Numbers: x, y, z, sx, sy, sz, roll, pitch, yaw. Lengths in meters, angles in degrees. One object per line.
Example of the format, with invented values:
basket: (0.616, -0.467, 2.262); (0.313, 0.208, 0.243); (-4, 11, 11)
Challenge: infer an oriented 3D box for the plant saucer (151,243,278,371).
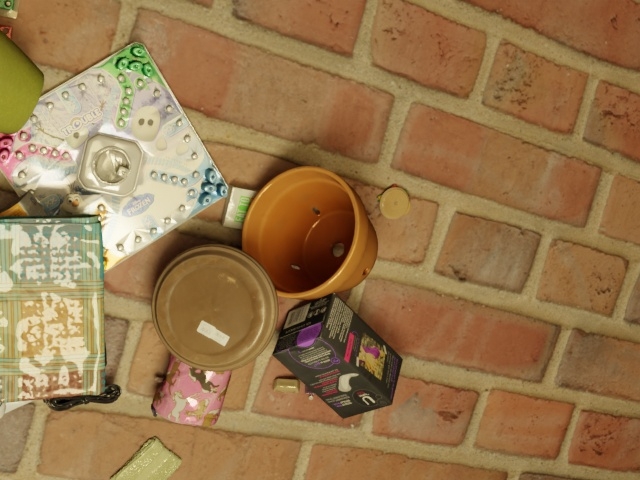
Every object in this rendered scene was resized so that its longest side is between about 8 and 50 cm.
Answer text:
plant saucer: (-0.228, 0.146, 1.819); (0.277, 0.041, 0.278); (0, 95, 6)

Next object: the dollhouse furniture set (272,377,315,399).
dollhouse furniture set: (-0.059, 0.353, 2.126); (0.114, 0.091, 0.081); (4, 145, 0)

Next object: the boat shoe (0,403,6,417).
boat shoe: (-0.777, 0.300, 1.681); (0.306, 0.113, 0.105); (8, 115, -14)

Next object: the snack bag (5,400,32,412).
snack bag: (-0.794, 0.263, 1.746); (0.342, 0.037, 0.323); (-26, 111, -13)

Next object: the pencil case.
pencil case: (-0.262, 0.220, 1.927); (0.167, 0.160, 0.386); (17, 97, 0)

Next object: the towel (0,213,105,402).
towel: (-0.561, 0.134, 1.681); (0.271, 0.040, 0.370); (-2, 97, -19)

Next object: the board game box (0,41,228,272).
board game box: (-0.444, -0.158, 1.825); (0.390, 0.050, 0.390); (-33, 112, -10)

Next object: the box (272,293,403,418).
box: (0.044, 0.277, 2.038); (0.270, 0.165, 0.143); (46, 41, -25)

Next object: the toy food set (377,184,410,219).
toy food set: (0.181, -0.093, 2.104); (0.083, 0.020, 0.083); (-25, 110, -14)

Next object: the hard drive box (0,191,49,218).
hard drive box: (-0.602, 0.049, 1.750); (0.181, 0.089, 0.232); (-33, 108, 5)

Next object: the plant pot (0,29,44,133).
plant pot: (-0.679, -0.323, 1.591); (0.293, 0.275, 0.275); (26, 93, -36)

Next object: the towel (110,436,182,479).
towel: (-0.409, 0.546, 2.025); (0.148, 0.027, 0.110); (-45, 115, -6)

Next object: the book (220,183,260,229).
book: (-0.150, -0.068, 1.976); (0.144, 0.035, 0.096); (9, 101, -26)

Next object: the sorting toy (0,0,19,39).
sorting toy: (-0.649, -0.502, 1.663); (0.132, 0.046, 0.275); (9, 100, -23)

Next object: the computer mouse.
computer mouse: (-0.553, 0.247, 1.885); (0.184, 0.060, 0.262); (-15, 104, 4)

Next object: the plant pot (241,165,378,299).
plant pot: (0.000, 0.000, 1.916); (0.203, 0.291, 0.291); (24, 94, -58)
